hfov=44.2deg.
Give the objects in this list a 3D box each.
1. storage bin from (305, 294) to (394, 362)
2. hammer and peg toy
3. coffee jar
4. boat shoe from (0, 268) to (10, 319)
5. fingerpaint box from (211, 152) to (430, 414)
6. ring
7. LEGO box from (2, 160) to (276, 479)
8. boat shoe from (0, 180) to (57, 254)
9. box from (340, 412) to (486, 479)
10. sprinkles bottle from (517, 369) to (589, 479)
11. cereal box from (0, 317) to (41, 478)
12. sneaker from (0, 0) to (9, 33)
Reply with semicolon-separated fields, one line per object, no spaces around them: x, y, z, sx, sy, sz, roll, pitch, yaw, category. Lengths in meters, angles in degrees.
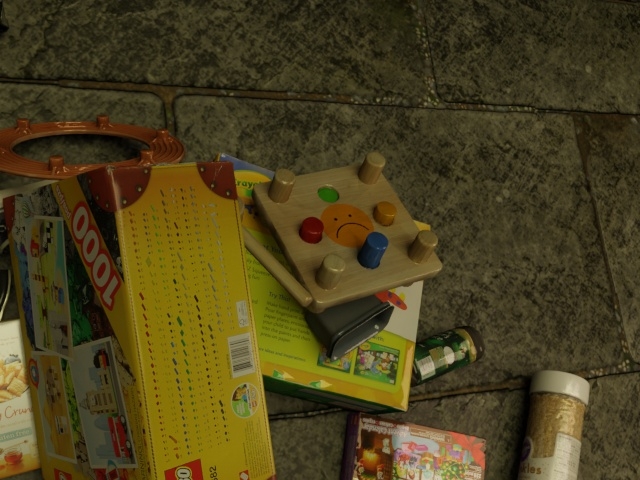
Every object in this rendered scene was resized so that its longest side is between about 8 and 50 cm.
0.043;0.133;1.353;0.135;0.098;0.091;-28;62;-28;storage bin
0.000;0.000;1.300;0.361;0.127;0.266;-14;58;-29;hammer and peg toy
0.239;0.232;1.593;0.184;0.096;0.079;-16;85;-29;coffee jar
-0.537;0.108;1.284;0.042;0.049;0.133;19;72;-28;boat shoe
-0.043;0.093;1.461;0.445;0.163;0.371;17;69;-21;fingerpaint box
-0.392;-0.162;1.297;0.336;0.336;0.032;-7;115;-27;ring
-0.271;0.156;1.143;0.193;0.372;0.500;-9;91;-41;LEGO box
-0.482;-0.005;1.301;0.340;0.127;0.158;-21;91;-28;boat shoe
0.180;0.458;1.519;0.293;0.057;0.201;16;69;-21;box
0.473;0.453;1.624;0.121;0.121;0.355;23;66;-18;sprinkles bottle
-0.500;0.248;1.239;0.173;0.047;0.240;-11;91;-27;cereal box
-0.600;-0.417;1.398;0.106;0.078;0.234;20;71;-22;sneaker
